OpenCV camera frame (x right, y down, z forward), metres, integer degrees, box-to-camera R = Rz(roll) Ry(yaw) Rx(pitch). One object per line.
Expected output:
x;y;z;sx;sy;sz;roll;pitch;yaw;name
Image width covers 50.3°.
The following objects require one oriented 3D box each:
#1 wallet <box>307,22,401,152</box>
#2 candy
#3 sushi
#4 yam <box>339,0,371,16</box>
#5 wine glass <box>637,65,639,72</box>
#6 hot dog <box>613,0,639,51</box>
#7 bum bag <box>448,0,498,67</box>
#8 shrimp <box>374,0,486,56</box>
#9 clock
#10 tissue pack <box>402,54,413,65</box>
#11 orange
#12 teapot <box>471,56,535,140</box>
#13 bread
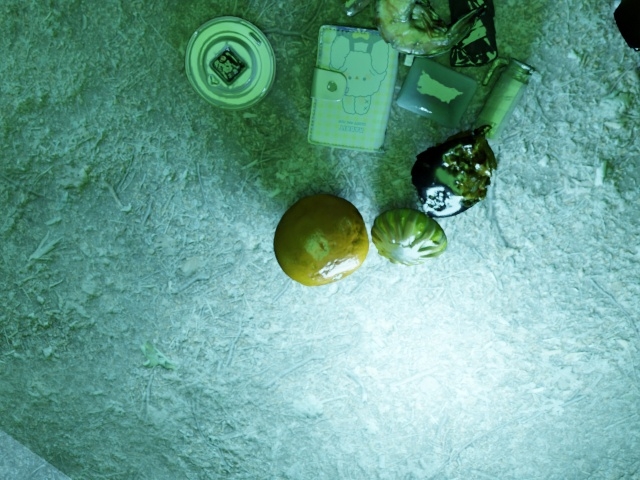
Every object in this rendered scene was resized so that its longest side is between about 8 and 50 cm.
0.087;-0.390;1.748;0.223;0.077;0.310;9;111;2;wallet
0.294;-0.375;1.730;0.174;0.071;0.138;24;115;-2;candy
0.345;-0.177;1.713;0.204;0.200;0.213;-8;127;38;sushi
0.173;-0.663;1.630;0.317;0.067;0.071;-38;138;20;yam
0.858;-0.444;1.608;0.111;0.111;0.204;42;110;-10;wine glass
0.827;-0.562;1.555;0.326;0.107;0.194;-28;77;16;hot dog
0.365;-0.548;1.656;0.123;0.060;0.248;-5;110;13;bum bag
0.299;-0.581;1.599;0.365;0.071;0.233;-31;105;16;shrimp
-0.235;-0.458;1.772;0.244;0.056;0.244;3;113;7;clock
0.229;-0.493;1.699;0.023;0.056;0.108;11;114;-3;tissue pack
0.000;0.000;1.823;0.261;0.261;0.261;3;112;6;orange
0.448;-0.364;1.717;0.107;0.077;0.200;32;114;15;teapot
0.230;-0.003;1.832;0.213;0.105;0.213;20;150;12;bread
